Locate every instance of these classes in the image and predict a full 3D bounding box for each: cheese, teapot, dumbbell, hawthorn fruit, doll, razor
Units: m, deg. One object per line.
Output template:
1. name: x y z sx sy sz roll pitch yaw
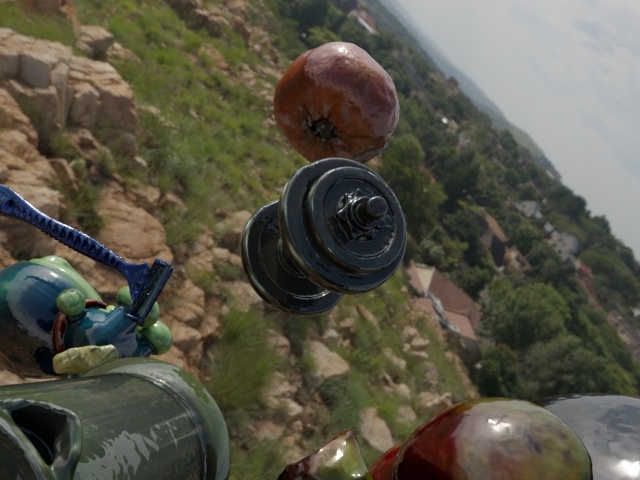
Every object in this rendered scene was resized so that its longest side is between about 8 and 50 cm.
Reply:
1. cheese: -0.289 0.146 0.726 0.083 0.044 0.030 14 47 -59
2. teapot: -0.226 0.205 0.422 0.200 0.270 0.337 51 -2 12
3. dumbbell: 0.000 0.000 0.818 0.192 0.290 0.191 10 68 -27
4. hawthorn fruit: 0.045 -0.277 1.134 0.242 0.242 0.271 42 44 -16
5. doll: -0.413 0.132 0.931 0.186 0.322 0.198 -56 145 -40
6. razor: -0.360 0.003 0.852 0.324 0.093 0.056 28 1 12

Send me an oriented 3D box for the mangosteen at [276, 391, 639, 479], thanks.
1. mangosteen: 0.177 0.263 0.393 0.435 0.382 0.382 49 18 -27
